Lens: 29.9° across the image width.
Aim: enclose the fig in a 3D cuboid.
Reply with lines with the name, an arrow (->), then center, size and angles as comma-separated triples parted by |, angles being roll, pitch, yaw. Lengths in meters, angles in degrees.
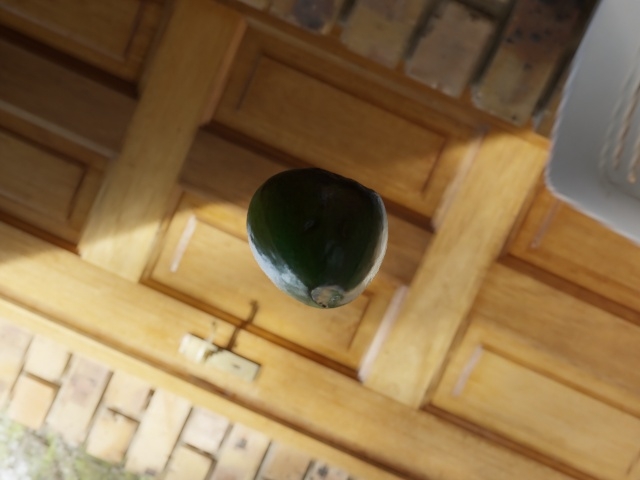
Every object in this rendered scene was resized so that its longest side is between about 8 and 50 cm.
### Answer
fig -> 0.000, 0.000, 1.489 | 0.191, 0.181, 0.181 | -93, 20, -45
